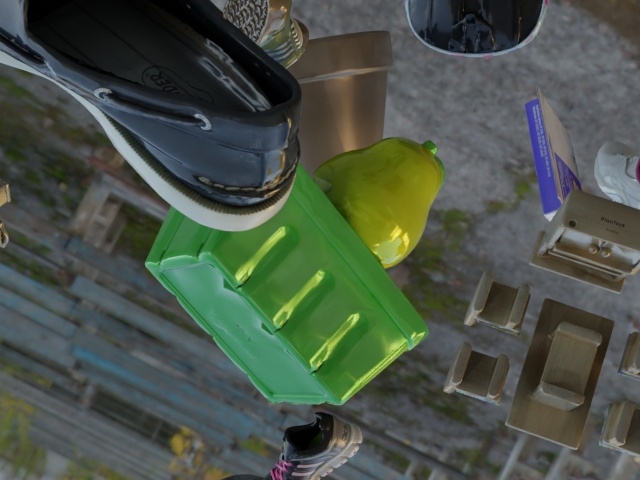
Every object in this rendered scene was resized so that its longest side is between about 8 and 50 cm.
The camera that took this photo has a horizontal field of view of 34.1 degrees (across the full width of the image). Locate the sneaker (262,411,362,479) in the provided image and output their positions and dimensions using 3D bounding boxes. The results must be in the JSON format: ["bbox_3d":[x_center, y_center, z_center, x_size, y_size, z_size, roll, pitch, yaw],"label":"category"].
[{"bbox_3d":[-0.032,0.274,1.306,0.075,0.170,0.063,45,-170,-30],"label":"sneaker"}]

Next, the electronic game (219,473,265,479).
[{"bbox_3d":[-0.150,0.545,1.923,0.229,0.229,0.048,22,160,27],"label":"electronic game"}]

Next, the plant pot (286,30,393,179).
[{"bbox_3d":[-0.015,-0.200,1.813,0.323,0.280,0.323,-10,-174,1],"label":"plant pot"}]

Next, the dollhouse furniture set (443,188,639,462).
[{"bbox_3d":[0.261,0.093,1.092,0.212,0.242,0.161,19,165,6],"label":"dollhouse furniture set"}]

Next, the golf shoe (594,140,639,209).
[{"bbox_3d":[0.574,-0.110,1.843,0.115,0.140,0.306,0,-144,-8],"label":"golf shoe"}]

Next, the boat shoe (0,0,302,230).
[{"bbox_3d":[-0.144,-0.150,0.644,0.340,0.127,0.113,45,147,9],"label":"boat shoe"}]

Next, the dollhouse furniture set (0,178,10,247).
[{"bbox_3d":[-0.525,-0.052,1.574,0.101,0.182,0.161,31,142,16],"label":"dollhouse furniture set"}]

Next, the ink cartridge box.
[{"bbox_3d":[0.380,-0.121,1.699,0.045,0.206,0.208,-15,155,22],"label":"ink cartridge box"}]

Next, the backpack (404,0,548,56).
[{"bbox_3d":[0.232,-0.396,1.526,0.225,0.253,0.191,2,-171,12],"label":"backpack"}]

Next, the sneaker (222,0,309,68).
[{"bbox_3d":[-0.049,-0.209,1.027,0.086,0.064,0.192,-14,171,-25],"label":"sneaker"}]

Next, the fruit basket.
[{"bbox_3d":[0.000,0.000,1.454,0.392,0.392,0.283,34,154,-31],"label":"fruit basket"}]
